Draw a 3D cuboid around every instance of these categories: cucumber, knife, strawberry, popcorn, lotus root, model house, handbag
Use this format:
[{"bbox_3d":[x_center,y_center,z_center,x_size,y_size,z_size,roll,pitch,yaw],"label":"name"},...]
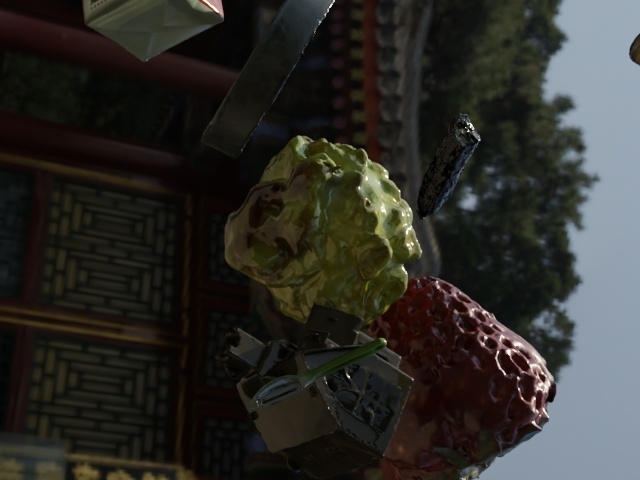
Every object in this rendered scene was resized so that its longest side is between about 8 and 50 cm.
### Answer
[{"bbox_3d":[0.181,-0.102,1.597,0.053,0.053,0.181,-101,-154,-44],"label":"cucumber"},{"bbox_3d":[-0.005,0.156,1.306,0.022,0.184,0.026,87,-22,-66],"label":"knife"},{"bbox_3d":[0.199,0.223,1.832,0.345,0.295,0.317,58,-35,18],"label":"strawberry"},{"bbox_3d":[0.018,0.002,1.779,0.312,0.312,0.312,-169,-90,-69],"label":"popcorn"},{"bbox_3d":[0.515,-0.313,1.749,0.083,0.037,0.030,106,3,-62],"label":"lotus root"},{"bbox_3d":[-0.024,0.183,1.547,0.211,0.243,0.204,-34,-153,55],"label":"model house"},{"bbox_3d":[-0.267,-0.442,1.655,0.171,0.151,0.298,-22,-114,23],"label":"handbag"}]

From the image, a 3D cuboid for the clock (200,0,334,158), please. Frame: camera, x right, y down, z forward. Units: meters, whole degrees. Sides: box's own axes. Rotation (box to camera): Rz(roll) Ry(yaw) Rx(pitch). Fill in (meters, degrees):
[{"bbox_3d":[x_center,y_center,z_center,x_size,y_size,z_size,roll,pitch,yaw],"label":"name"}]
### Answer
[{"bbox_3d":[-0.070,-0.258,1.587,0.312,0.061,0.312,-57,-173,11],"label":"clock"}]
